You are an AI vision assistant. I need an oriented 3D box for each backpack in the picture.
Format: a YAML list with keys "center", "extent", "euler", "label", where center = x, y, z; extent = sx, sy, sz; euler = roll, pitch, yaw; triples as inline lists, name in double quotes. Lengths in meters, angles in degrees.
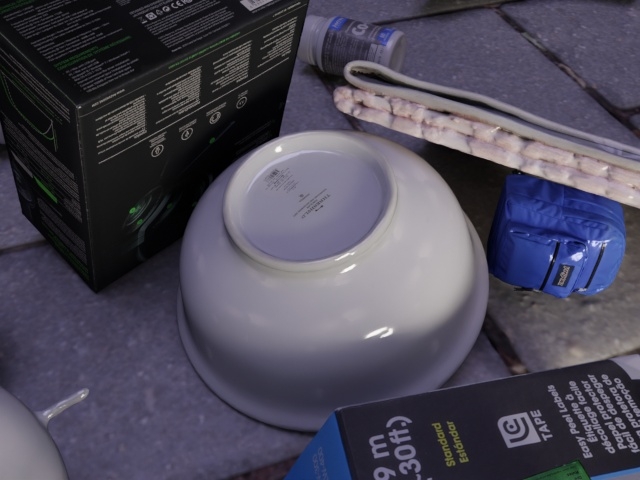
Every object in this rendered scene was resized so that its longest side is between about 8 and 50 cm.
- center: [0.226, 0.006, 0.675]
  extent: [0.120, 0.098, 0.101]
  euler: [12, 43, 6]
  label: "backpack"

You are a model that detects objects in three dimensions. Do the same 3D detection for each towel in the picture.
- center: [0.216, -0.091, 0.689]
  extent: [0.331, 0.054, 0.317]
  euler: [24, 13, 25]
  label: "towel"

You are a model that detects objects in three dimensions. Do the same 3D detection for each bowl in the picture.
- center: [0.000, 0.000, 0.613]
  extent: [0.297, 0.134, 0.298]
  euler: [-4, 54, 6]
  label: "bowl"

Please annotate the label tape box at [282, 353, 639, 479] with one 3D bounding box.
- center: [0.093, 0.225, 0.439]
  extent: [0.347, 0.115, 0.249]
  euler: [-7, 45, -10]
  label: "label tape box"

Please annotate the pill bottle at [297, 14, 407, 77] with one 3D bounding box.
- center: [0.041, -0.260, 0.962]
  extent: [0.137, 0.078, 0.078]
  euler: [19, 47, 18]
  label: "pill bottle"

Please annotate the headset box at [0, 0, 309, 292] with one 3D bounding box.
- center: [-0.159, -0.115, 0.679]
  extent: [0.131, 0.283, 0.246]
  euler: [42, 57, 16]
  label: "headset box"

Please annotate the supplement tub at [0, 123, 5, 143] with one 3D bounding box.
- center: [-0.438, -0.207, 0.859]
  extent: [0.199, 0.144, 0.144]
  euler: [17, 46, 17]
  label: "supplement tub"

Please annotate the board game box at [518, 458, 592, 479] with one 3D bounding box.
- center: [0.048, 0.214, 0.357]
  extent: [0.259, 0.030, 0.136]
  euler: [-15, 43, -7]
  label: "board game box"

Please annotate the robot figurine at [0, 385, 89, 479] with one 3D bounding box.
- center: [-0.282, 0.209, 0.391]
  extent: [0.299, 0.200, 0.353]
  euler: [15, 46, 20]
  label: "robot figurine"
